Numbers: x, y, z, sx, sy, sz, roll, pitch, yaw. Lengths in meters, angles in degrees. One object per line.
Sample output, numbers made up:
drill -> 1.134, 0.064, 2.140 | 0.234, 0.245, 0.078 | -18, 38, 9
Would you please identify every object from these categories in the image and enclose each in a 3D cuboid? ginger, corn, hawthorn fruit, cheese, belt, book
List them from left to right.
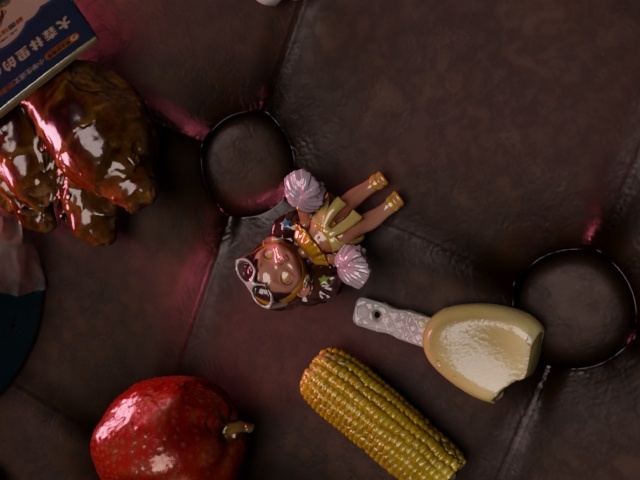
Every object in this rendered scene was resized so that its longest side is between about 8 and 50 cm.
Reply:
belt -> -0.627, 0.125, 1.547 | 0.300, 0.173, 0.436 | 40, 109, 13
book -> -0.476, -0.319, 1.427 | 0.228, 0.018, 0.322 | -39, 55, 1
ginger -> -0.379, -0.134, 1.425 | 0.357, 0.152, 0.274 | 10, 98, 25
hawthorn fruit -> -0.193, 0.288, 1.352 | 0.253, 0.205, 0.205 | -13, 88, 23
corn -> 0.080, 0.240, 1.280 | 0.244, 0.093, 0.093 | 37, 108, 17
cheese -> 0.160, 0.128, 1.259 | 0.255, 0.050, 0.127 | 15, 101, 24

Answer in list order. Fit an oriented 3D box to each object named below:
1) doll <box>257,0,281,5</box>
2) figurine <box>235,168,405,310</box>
doll -> -0.005, -0.435, 1.245 | 0.290, 0.130, 0.161 | -44, 70, 35
figurine -> -0.001, 0.001, 1.286 | 0.240, 0.116, 0.174 | -39, 80, 16
